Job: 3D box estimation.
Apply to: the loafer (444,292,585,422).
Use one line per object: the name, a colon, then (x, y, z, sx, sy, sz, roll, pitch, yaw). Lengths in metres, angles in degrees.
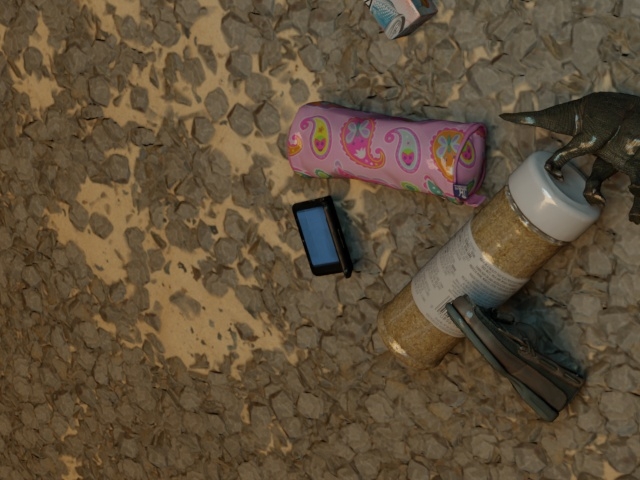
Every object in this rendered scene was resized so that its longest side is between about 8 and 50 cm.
loafer: (0.265, 0.143, 1.448, 0.084, 0.096, 0.267, -40, 125, 6)

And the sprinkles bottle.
sprinkles bottle: (0.222, 0.034, 1.475, 0.121, 0.121, 0.355, 48, 125, 10)

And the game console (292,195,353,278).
game console: (0.000, 0.000, 1.640, 0.071, 0.107, 0.122, -17, 98, 7)

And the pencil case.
pencil case: (0.096, -0.122, 1.504, 0.284, 0.124, 0.124, 13, 113, 28)

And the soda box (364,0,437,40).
soda box: (0.079, -0.367, 1.465, 0.063, 0.058, 0.183, -35, 85, 36)

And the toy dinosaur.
toy dinosaur: (0.378, -0.122, 1.330, 0.313, 0.160, 0.121, 18, 159, 39)
